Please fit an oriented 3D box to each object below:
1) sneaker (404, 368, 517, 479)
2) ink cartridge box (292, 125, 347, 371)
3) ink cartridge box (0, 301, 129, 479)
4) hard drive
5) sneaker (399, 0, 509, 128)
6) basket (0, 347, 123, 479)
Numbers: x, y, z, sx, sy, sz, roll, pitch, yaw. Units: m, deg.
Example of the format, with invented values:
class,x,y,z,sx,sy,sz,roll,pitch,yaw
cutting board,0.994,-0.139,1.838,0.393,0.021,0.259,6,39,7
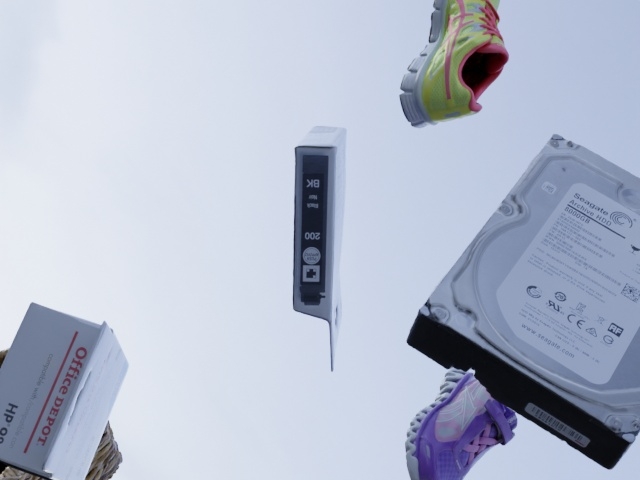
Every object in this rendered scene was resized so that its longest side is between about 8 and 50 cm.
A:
class,x,y,z,sx,sy,sz,roll,pitch,yaw
sneaker,0.179,0.229,1.384,0.104,0.236,0.095,-6,-67,29
ink cartridge box,0.000,0.000,1.125,0.045,0.206,0.208,1,-80,3
ink cartridge box,-0.183,0.107,0.790,0.060,0.104,0.180,20,-17,1
hard drive,0.270,0.046,1.194,0.236,0.339,0.064,32,-41,13
sneaker,0.162,-0.205,1.207,0.094,0.209,0.081,3,-27,40
basket,-0.397,0.255,1.296,0.213,0.299,0.223,29,-30,19
